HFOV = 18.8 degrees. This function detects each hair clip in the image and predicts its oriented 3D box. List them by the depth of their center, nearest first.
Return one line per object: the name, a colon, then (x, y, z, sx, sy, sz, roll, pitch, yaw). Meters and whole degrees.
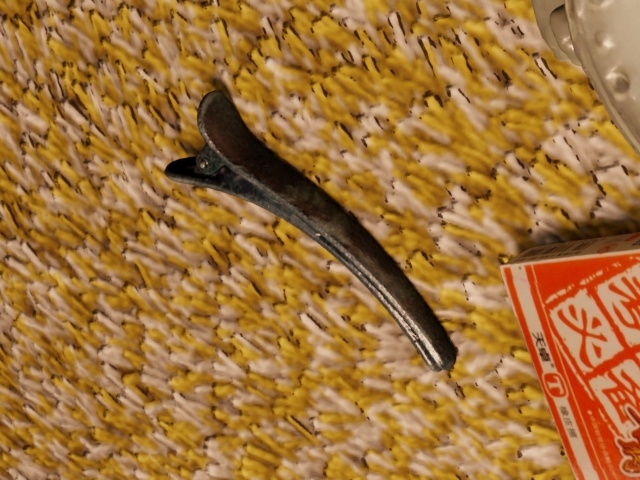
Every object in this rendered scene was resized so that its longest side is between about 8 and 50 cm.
hair clip: (0.000, 0.000, 1.230, 0.229, 0.039, 0.070, 40, 127, 12)

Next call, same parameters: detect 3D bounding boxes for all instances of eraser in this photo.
eraser: (0.213, 0.070, 1.081, 0.230, 0.038, 0.157, -8, 105, 52)

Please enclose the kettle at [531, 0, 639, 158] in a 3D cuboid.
kettle: (0.245, -0.124, 0.814, 0.205, 0.318, 0.265, 47, 131, 8)
